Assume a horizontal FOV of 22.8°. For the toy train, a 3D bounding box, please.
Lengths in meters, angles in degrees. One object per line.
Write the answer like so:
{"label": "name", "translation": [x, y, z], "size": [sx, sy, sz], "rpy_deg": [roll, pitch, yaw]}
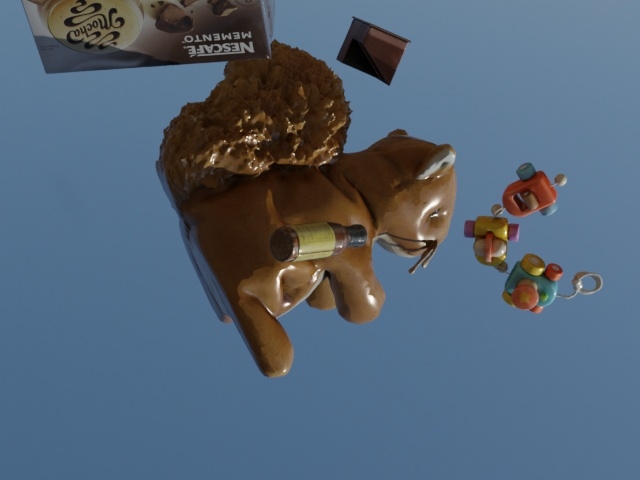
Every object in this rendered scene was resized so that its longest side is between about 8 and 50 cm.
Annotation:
{"label": "toy train", "translation": [0.217, 0.008, 1.633], "size": [0.125, 0.166, 0.046], "rpy_deg": [-20, -157, 25]}

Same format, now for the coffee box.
{"label": "coffee box", "translation": [-0.214, -0.315, 1.988], "size": [0.297, 0.168, 0.119], "rpy_deg": [-3, -129, 5]}

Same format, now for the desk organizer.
{"label": "desk organizer", "translation": [0.053, -0.197, 1.643], "size": [0.047, 0.050, 0.130], "rpy_deg": [22, -172, -10]}

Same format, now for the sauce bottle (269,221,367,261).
{"label": "sauce bottle", "translation": [0.000, 0.000, 1.763], "size": [0.042, 0.042, 0.128], "rpy_deg": [24, -161, 39]}

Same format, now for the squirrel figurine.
{"label": "squirrel figurine", "translation": [-0.008, -0.076, 2.116], "size": [0.370, 0.397, 0.281], "rpy_deg": [-27, -166, -9]}
